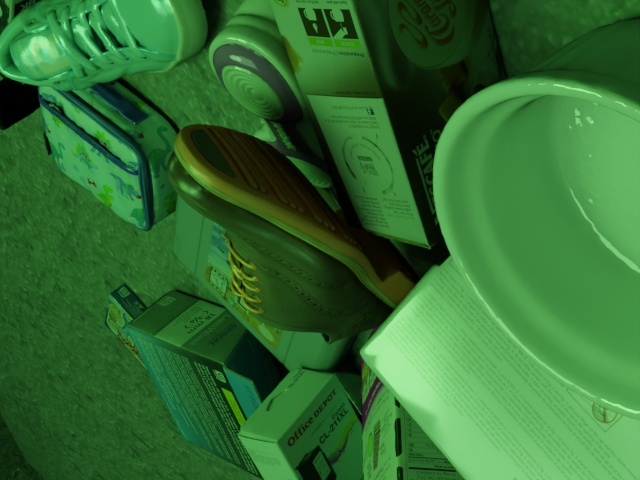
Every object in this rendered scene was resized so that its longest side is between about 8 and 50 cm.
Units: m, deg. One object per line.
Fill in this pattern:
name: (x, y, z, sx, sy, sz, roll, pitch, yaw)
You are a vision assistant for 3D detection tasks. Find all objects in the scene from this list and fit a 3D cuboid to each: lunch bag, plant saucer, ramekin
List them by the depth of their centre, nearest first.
ramekin: (0.225, -0.018, 0.714, 0.277, 0.135, 0.277, 35, 147, 27)
plant saucer: (0.089, 0.226, 1.244, 0.195, 0.037, 0.195, 52, 179, 1)
lunch bag: (-0.279, -0.130, 1.365, 0.219, 0.090, 0.176, 38, 146, 21)

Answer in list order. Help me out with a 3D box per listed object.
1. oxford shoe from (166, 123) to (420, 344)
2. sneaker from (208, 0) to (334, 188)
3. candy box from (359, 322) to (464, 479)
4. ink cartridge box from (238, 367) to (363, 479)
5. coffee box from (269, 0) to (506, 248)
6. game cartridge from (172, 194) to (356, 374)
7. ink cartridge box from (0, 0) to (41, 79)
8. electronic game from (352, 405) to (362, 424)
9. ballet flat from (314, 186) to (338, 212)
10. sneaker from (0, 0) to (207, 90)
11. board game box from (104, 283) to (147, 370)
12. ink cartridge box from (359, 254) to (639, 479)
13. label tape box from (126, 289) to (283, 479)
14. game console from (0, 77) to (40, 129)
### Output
oxford shoe: (-0.032, 0.017, 0.916, 0.364, 0.133, 0.130, 36, -164, -52)
sneaker: (-0.002, -0.146, 0.939, 0.114, 0.152, 0.305, 21, 165, 15)
candy box: (0.092, 0.194, 1.074, 0.071, 0.233, 0.159, 6, 148, -8)
ink cartridge box: (-0.008, 0.268, 1.293, 0.072, 0.127, 0.175, 2, 128, 44)
coffee box: (0.061, -0.137, 0.807, 0.098, 0.141, 0.246, 15, 134, 45)
game cartridge: (-0.078, 0.045, 1.313, 0.297, 0.062, 0.198, 43, 155, 15)
ink cartridge box: (-0.453, -0.337, 1.405, 0.165, 0.065, 0.332, 47, 152, 7)
electronic game: (0.057, 0.312, 1.428, 0.229, 0.048, 0.229, 35, 147, 27)
ballet flat: (0.000, 0.000, 1.144, 0.070, 0.070, 0.188, 20, 142, 44)
sneaker: (-0.261, -0.223, 1.165, 0.366, 0.150, 0.135, -1, 123, 56)
board game box: (-0.297, 0.183, 1.803, 0.201, 0.035, 0.136, 46, 151, 11)
ink cartridge box: (0.198, 0.117, 0.908, 0.275, 0.060, 0.239, 49, 115, 22)
label tape box: (-0.122, 0.226, 1.525, 0.334, 0.106, 0.240, 13, 133, 48)
game console: (-0.414, -0.210, 1.429, 0.071, 0.122, 0.107, 36, 148, 27)
